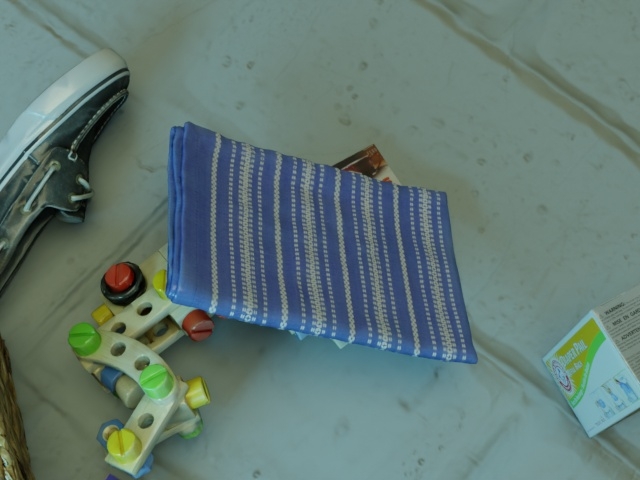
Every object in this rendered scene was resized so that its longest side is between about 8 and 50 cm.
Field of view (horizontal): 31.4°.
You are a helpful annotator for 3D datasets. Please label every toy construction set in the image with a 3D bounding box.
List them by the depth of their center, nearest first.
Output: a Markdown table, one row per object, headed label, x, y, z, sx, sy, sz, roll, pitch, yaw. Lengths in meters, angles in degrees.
| label | x | y | z | sx | sy | sz | roll | pitch | yaw |
| --- | --- | --- | --- | --- | --- | --- | --- | --- | --- |
| toy construction set | -0.117 | 0.089 | 1.184 | 0.327 | 0.151 | 0.215 | -29 | 51 | -22 |

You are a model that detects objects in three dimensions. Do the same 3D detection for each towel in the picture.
| label | x | y | z | sx | sy | sz | roll | pitch | yaw |
| --- | --- | --- | --- | --- | --- | --- | --- | --- | --- |
| towel | 0.000 | 0.000 | 1.188 | 0.335 | 0.040 | 0.243 | 13 | 45 | -19 |

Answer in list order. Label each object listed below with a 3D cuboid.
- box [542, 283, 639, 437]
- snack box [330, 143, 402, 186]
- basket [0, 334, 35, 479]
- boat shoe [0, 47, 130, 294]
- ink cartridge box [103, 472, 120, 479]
| label | x | y | z | sx | sy | sz | roll | pitch | yaw |
| --- | --- | --- | --- | --- | --- | --- | --- | --- | --- |
| box | 0.325 | 0.119 | 1.185 | 0.114 | 0.203 | 0.103 | -26 | 74 | -12 |
| snack box | 0.003 | -0.043 | 1.310 | 0.178 | 0.022 | 0.064 | -29 | 77 | -15 |
| basket | -0.391 | 0.214 | 1.070 | 0.223 | 0.213 | 0.299 | -13 | 68 | -12 |
| boat shoe | -0.305 | -0.057 | 1.251 | 0.119 | 0.121 | 0.335 | 38 | 82 | 1 |
| ink cartridge box | -0.188 | 0.369 | 1.134 | 0.208 | 0.045 | 0.206 | 31 | 71 | 7 |
